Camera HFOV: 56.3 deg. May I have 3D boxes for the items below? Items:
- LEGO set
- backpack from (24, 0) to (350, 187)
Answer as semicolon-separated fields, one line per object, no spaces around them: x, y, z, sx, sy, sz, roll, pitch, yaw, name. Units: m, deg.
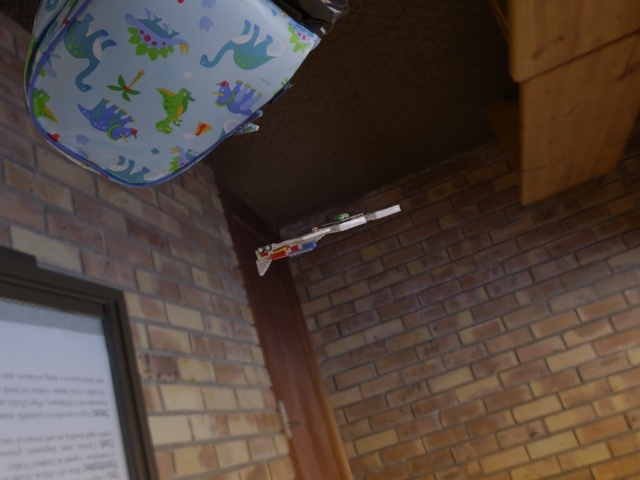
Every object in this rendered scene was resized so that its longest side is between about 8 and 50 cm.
0.000;0.000;1.000;0.182;0.060;0.244;-19;-176;-27;LEGO set
-0.176;-0.231;0.677;0.355;0.273;0.290;-24;143;28;backpack
